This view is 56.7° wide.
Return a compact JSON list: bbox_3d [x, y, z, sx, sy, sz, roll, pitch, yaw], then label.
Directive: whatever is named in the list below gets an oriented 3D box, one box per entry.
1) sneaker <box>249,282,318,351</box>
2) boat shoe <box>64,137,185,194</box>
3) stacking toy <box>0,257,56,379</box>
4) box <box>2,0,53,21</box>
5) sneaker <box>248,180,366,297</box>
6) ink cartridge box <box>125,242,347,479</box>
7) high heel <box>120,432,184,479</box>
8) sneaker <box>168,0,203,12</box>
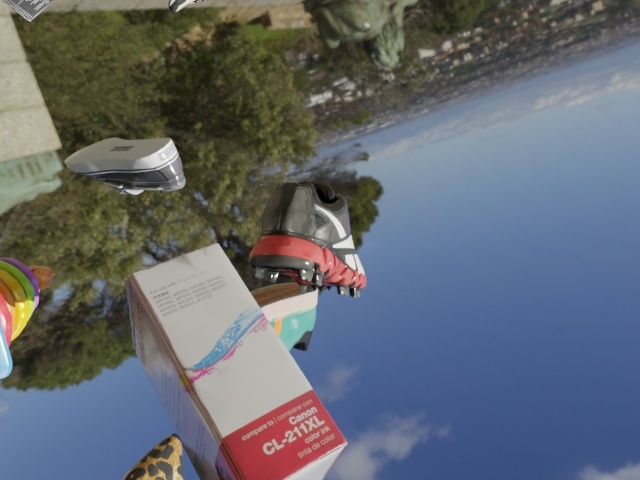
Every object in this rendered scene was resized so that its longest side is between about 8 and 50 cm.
[{"bbox_3d":[-0.114,0.146,0.856,0.108,0.120,0.302,8,-167,44],"label":"sneaker"},{"bbox_3d":[-0.378,-0.137,1.152,0.302,0.102,0.108,3,-143,33],"label":"boat shoe"},{"bbox_3d":[-0.495,0.089,0.906,0.175,0.165,0.302,-9,-167,7],"label":"stacking toy"},{"bbox_3d":[-0.458,-0.550,1.055,0.270,0.216,0.060,-34,148,14],"label":"box"},{"bbox_3d":[0.000,0.000,0.756,0.098,0.134,0.276,2,168,20],"label":"sneaker"},{"bbox_3d":[-0.069,0.109,0.432,0.072,0.175,0.127,-23,152,-27],"label":"ink cartridge box"},{"bbox_3d":[-0.175,0.331,0.621,0.186,0.093,0.261,-26,-141,52],"label":"high heel"},{"bbox_3d":[-0.159,-0.342,0.807,0.109,0.043,0.040,-39,-155,-2],"label":"sneaker"}]
